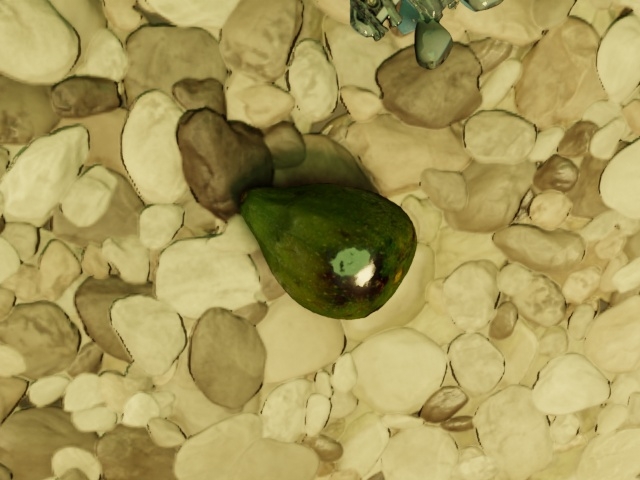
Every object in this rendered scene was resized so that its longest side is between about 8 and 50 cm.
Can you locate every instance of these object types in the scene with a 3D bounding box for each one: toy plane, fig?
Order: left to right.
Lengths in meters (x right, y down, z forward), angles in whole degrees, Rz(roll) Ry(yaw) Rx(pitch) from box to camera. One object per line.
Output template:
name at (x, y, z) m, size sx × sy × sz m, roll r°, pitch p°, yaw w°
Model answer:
fig at (0.000, 0.000, 1.093) m, size 0.156 × 0.123 × 0.123 m, roll 27°, pitch 107°, yaw 16°
toy plane at (0.053, -0.267, 0.994) m, size 0.169 × 0.078 × 0.246 m, roll -44°, pitch 116°, yaw -24°
